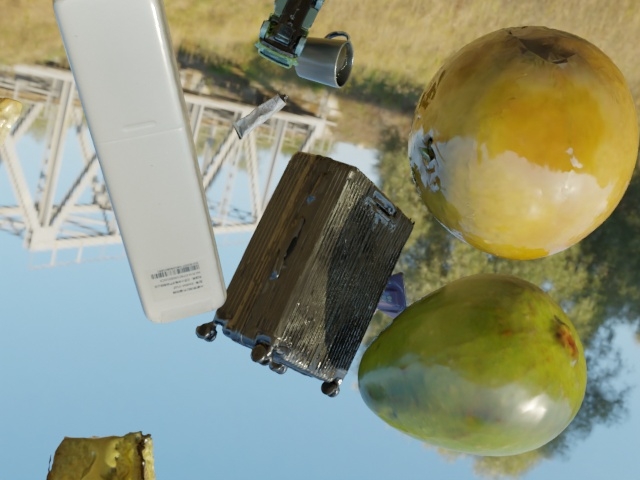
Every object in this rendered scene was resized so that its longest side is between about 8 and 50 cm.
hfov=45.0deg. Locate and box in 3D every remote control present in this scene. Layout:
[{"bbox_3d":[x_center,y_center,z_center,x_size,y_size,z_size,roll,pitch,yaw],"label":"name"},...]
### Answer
[{"bbox_3d":[-0.120,-0.052,0.544,0.067,0.261,0.029,-13,-147,-8],"label":"remote control"}]

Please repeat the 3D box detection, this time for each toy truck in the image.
[{"bbox_3d":[-0.040,-0.354,1.211,0.077,0.169,0.100,23,171,-6],"label":"toy truck"}]

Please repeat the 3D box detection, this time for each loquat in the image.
[{"bbox_3d":[0.228,-0.109,0.886,0.263,0.263,0.263,15,-170,-3],"label":"loquat"}]

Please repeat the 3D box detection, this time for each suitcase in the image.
[{"bbox_3d":[-0.013,0.052,1.229,0.152,0.335,0.229,17,167,38],"label":"suitcase"}]

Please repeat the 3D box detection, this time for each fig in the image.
[{"bbox_3d":[0.205,0.187,1.106,0.326,0.258,0.258,-18,175,26],"label":"fig"}]

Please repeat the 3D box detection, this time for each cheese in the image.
[{"bbox_3d":[0.080,0.097,1.377,0.042,0.105,0.191,-18,-163,-41],"label":"cheese"}]

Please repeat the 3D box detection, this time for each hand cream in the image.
[{"bbox_3d":[-0.086,-0.184,1.129,0.030,0.093,0.019,61,-163,15],"label":"hand cream"}]

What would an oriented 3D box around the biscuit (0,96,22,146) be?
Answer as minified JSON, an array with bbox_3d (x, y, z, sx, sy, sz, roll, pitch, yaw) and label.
[{"bbox_3d":[-0.537,-0.065,1.092,0.205,0.309,0.040,6,162,41],"label":"biscuit"}]

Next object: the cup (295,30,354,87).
[{"bbox_3d":[0.010,-0.310,1.293,0.077,0.100,0.078,17,159,20],"label":"cup"}]

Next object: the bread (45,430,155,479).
[{"bbox_3d":[-0.408,0.489,1.423,0.204,0.162,0.262,1,-137,-5],"label":"bread"}]
